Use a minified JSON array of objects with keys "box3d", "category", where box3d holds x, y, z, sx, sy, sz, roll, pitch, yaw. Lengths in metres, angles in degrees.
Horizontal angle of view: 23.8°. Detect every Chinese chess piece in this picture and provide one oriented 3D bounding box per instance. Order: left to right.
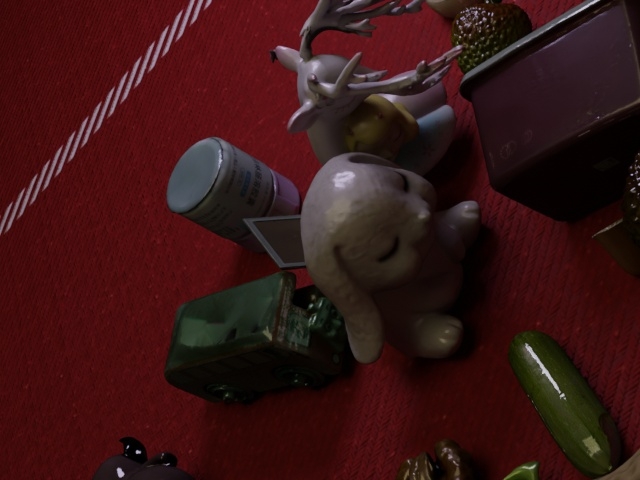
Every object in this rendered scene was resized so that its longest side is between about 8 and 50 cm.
[{"box3d":[0.203,-0.385,2.221,0.122,0.051,0.122,-29,47,36],"category":"Chinese chess piece"}]

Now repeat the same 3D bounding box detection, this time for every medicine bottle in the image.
[{"box3d":[-0.130,-0.067,2.309,0.135,0.168,0.135,-29,46,35],"category":"medicine bottle"}]

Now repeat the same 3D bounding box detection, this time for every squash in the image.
[{"box3d":[0.280,0.185,1.733,0.069,0.069,0.239,-48,38,17],"category":"squash"}]

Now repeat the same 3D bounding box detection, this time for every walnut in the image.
[{"box3d":[0.145,0.325,1.799,0.143,0.069,0.170,-33,43,35],"category":"walnut"}]

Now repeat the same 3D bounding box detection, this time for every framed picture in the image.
[{"box3d":[0.000,0.000,2.119,0.142,0.183,0.011,-130,42,-51],"category":"framed picture"}]

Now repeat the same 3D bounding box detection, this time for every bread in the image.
[{"box3d":[0.352,-0.007,1.746,0.049,0.103,0.062,-19,46,33],"category":"bread"}]

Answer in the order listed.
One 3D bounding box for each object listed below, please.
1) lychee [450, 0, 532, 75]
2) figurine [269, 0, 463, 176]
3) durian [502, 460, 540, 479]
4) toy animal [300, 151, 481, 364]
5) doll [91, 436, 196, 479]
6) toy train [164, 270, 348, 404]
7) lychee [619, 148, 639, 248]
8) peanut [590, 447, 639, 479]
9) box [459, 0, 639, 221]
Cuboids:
[{"box3d":[0.234,-0.275,2.062,0.114,0.114,0.146,-8,79,48],"category":"lychee"},{"box3d":[0.075,-0.217,1.957,0.284,0.316,0.206,-28,66,20],"category":"figurine"},{"box3d":[0.220,0.366,1.660,0.139,0.101,0.250,-22,44,9],"category":"durian"},{"box3d":[0.071,0.008,1.909,0.206,0.265,0.271,-1,66,30],"category":"toy animal"},{"box3d":[-0.250,0.383,2.194,0.257,0.117,0.182,0,65,50],"category":"doll"},{"box3d":[-0.103,0.145,2.146,0.326,0.159,0.129,-18,52,45],"category":"toy train"},{"box3d":[0.409,-0.052,1.664,0.171,0.171,0.171,-29,46,36],"category":"lychee"},{"box3d":[0.356,0.267,1.527,0.291,0.143,0.159,-33,9,36],"category":"peanut"},{"box3d":[0.326,-0.156,1.808,0.294,0.193,0.167,-29,52,37],"category":"box"}]
